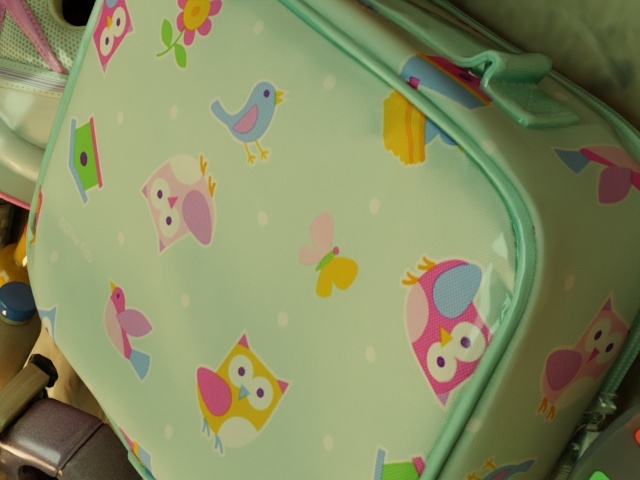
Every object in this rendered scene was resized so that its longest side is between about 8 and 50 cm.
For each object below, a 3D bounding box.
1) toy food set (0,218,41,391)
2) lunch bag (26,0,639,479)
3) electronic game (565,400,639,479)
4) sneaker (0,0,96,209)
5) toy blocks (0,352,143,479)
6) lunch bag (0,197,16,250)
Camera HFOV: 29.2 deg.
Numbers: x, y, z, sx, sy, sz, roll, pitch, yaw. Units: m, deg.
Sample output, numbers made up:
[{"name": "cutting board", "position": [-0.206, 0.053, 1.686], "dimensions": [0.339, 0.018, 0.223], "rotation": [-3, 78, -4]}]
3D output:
[{"name": "toy food set", "position": [-0.244, 0.060, 0.695], "dimensions": [0.111, 0.232, 0.104], "rotation": [57, 133, 25]}, {"name": "lunch bag", "position": [0.000, 0.000, 0.483], "dimensions": [0.279, 0.107, 0.224], "rotation": [44, 120, 37]}, {"name": "electronic game", "position": [0.154, 0.142, 0.341], "dimensions": [0.229, 0.048, 0.229], "rotation": [13, 108, 45]}, {"name": "sneaker", "position": [-0.140, -0.140, 0.658], "dimensions": [0.111, 0.103, 0.252], "rotation": [-33, 59, 24]}, {"name": "toy blocks", "position": [-0.181, 0.297, 0.694], "dimensions": [0.260, 0.309, 0.289], "rotation": [37, 141, 4]}, {"name": "lunch bag", "position": [-0.368, 0.009, 0.821], "dimensions": [0.212, 0.256, 0.305], "rotation": [47, 127, 37]}]
